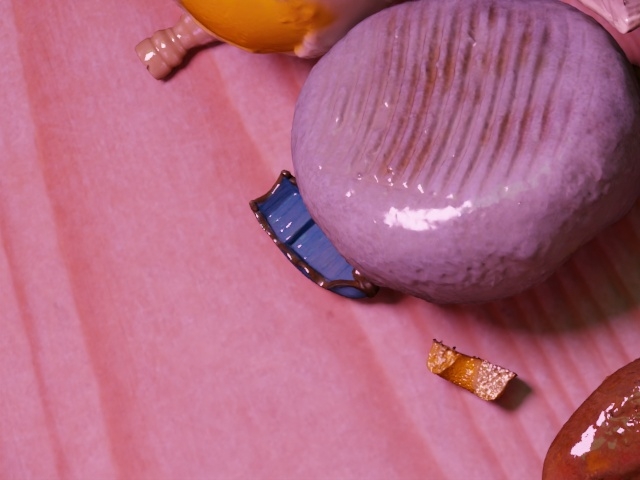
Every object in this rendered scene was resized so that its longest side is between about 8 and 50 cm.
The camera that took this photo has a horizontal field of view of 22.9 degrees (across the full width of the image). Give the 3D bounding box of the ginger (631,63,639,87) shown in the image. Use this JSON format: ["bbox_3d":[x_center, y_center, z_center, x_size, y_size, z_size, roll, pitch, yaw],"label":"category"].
[{"bbox_3d":[0.367,-0.144,1.597,0.205,0.081,0.115,-40,42,5],"label":"ginger"}]

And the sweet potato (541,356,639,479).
[{"bbox_3d":[0.369,0.130,1.454,0.385,0.109,0.109,-28,60,4],"label":"sweet potato"}]

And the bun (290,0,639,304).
[{"bbox_3d":[0.146,-0.088,1.565,0.361,0.211,0.362,-10,57,15],"label":"bun"}]

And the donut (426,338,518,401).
[{"bbox_3d":[0.145,0.129,1.555,0.083,0.067,0.038,22,91,-7],"label":"donut"}]

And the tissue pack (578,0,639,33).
[{"bbox_3d":[0.376,-0.392,1.566,0.380,0.207,0.297,-27,31,-8],"label":"tissue pack"}]

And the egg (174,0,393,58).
[{"bbox_3d":[-0.056,-0.350,1.690,0.283,0.283,0.345,-46,44,-6],"label":"egg"}]

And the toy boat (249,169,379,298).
[{"bbox_3d":[0.000,0.000,1.656,0.075,0.077,0.185,-42,59,-4],"label":"toy boat"}]

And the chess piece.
[{"bbox_3d":[-0.154,-0.239,1.835,0.122,0.066,0.066,-37,59,5],"label":"chess piece"}]
